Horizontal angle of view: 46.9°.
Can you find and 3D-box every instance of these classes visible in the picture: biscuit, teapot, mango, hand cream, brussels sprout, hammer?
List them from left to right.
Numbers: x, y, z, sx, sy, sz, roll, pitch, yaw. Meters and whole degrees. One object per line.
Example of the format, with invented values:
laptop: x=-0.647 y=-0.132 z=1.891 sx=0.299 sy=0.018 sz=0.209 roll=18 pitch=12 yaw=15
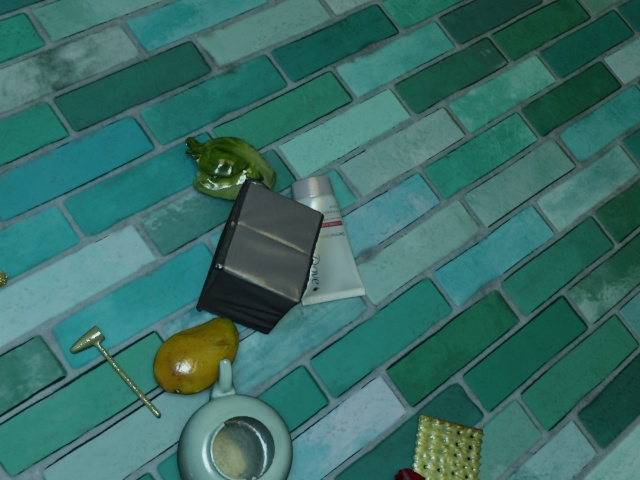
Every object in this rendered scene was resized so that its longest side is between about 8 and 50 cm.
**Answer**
hammer: x=-0.347 y=0.238 z=1.268 sx=0.060 sy=0.028 sz=0.195 roll=-40 pitch=85 yaw=-22
mango: x=-0.212 y=0.205 z=1.291 sx=0.165 sy=0.089 sz=0.115 roll=-19 pitch=66 yaw=-27
brussels sprout: x=-0.175 y=-0.149 z=1.448 sx=0.181 sy=0.100 sz=0.139 roll=7 pitch=46 yaw=-3
teapot: x=-0.139 y=0.352 z=1.225 sx=0.193 sy=0.129 sz=0.294 roll=-8 pitch=71 yaw=-20
hand cream: x=0.000 y=0.000 z=1.454 sx=0.133 sy=0.083 sz=0.247 roll=-11 pitch=82 yaw=-19
biscuit: x=0.229 y=0.451 z=1.364 sx=0.139 sy=0.016 sz=0.231 roll=16 pitch=65 yaw=-10

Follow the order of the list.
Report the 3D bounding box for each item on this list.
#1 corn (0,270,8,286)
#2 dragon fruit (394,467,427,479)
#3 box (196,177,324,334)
corn: x=-0.574 y=0.074 z=1.262 sx=0.083 sy=0.028 sz=0.027 roll=-23 pitch=56 yaw=-24
dragon fruit: x=0.137 y=0.540 z=1.194 sx=0.344 sy=0.100 sz=0.282 roll=-29 pitch=71 yaw=-38
box: x=-0.110 y=0.038 z=1.297 sx=0.153 sy=0.252 sz=0.188 roll=21 pitch=63 yaw=-10
